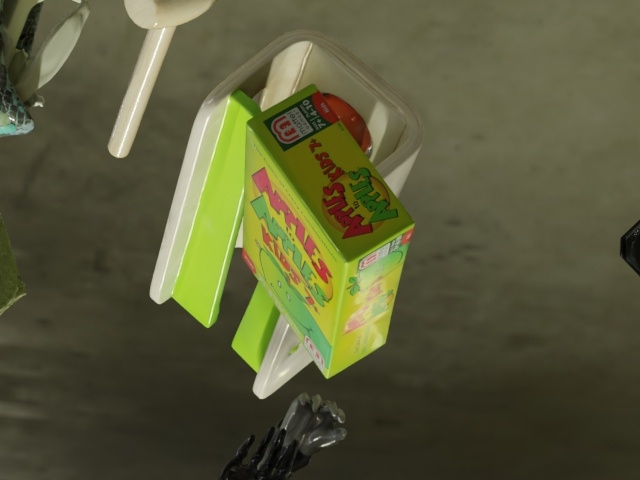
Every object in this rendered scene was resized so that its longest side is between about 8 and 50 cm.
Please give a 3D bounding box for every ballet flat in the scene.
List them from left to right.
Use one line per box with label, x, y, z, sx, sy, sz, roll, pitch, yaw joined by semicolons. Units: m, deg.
ballet flat;-0.133;-0.126;0.878;0.070;0.188;0.070;11;157;5

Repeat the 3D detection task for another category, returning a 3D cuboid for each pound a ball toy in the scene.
pound a ball toy;-0.044;-0.058;1.351;0.208;0.136;0.319;42;148;14

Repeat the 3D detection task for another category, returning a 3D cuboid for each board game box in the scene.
board game box;0.000;0.000;1.014;0.043;0.092;0.181;-30;162;-14

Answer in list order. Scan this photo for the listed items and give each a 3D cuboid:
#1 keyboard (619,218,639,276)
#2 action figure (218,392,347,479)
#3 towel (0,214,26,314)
keyboard;0.253;0.031;0.977;0.108;0.180;0.023;-46;171;17
action figure;0.003;0.201;1.292;0.164;0.141;0.275;43;174;11
towel;-0.239;0.000;1.161;0.027;0.110;0.148;1;120;34
